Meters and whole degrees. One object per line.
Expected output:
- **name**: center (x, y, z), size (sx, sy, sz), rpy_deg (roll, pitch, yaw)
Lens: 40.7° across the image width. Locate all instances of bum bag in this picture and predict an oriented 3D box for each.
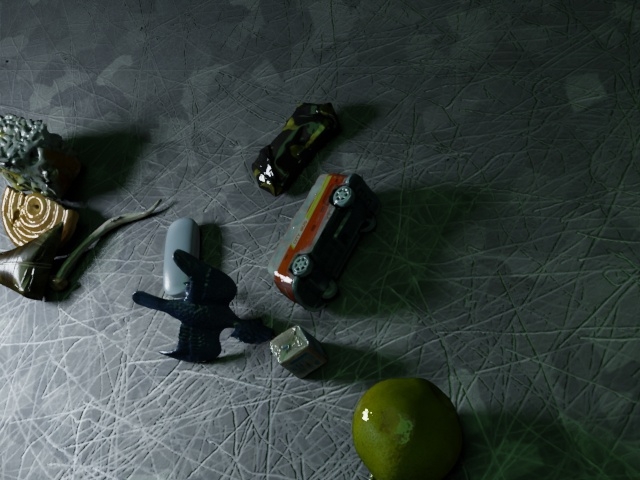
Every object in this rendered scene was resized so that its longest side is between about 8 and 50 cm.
- **bum bag**: center (-0.055, -0.200, 1.802), size (0.106, 0.060, 0.232), rpy_deg (36, 84, 25)

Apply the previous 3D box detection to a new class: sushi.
- **sushi**: center (-0.665, -0.190, 1.988), size (0.274, 0.184, 0.140), rpy_deg (15, 72, 27)

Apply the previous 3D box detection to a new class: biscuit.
- **biscuit**: center (-0.652, -0.039, 1.960), size (0.224, 0.033, 0.145), rpy_deg (22, 97, 25)

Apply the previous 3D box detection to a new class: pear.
- **pear**: center (0.124, 0.325, 1.386), size (0.180, 0.166, 0.216), rpy_deg (43, 107, 22)

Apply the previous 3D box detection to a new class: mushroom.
- **mushroom**: center (-0.476, -0.004, 1.896), size (0.306, 0.043, 0.068), rpy_deg (-42, 72, -4)

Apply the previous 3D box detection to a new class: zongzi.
- **zongzi**: center (-0.661, 0.021, 1.915), size (0.187, 0.084, 0.184), rpy_deg (18, 86, 28)

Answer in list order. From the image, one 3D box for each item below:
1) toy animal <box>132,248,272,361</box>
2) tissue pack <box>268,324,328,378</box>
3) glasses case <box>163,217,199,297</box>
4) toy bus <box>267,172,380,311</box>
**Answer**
- **toy animal**: center (-0.224, 0.133, 1.637), size (0.255, 0.239, 0.176), rpy_deg (3, 21, -19)
- **tissue pack**: center (-0.040, 0.200, 1.553), size (0.074, 0.094, 0.059), rpy_deg (-32, 56, 6)
- **glasses case**: center (-0.287, 0.035, 1.783), size (0.067, 0.045, 0.179), rpy_deg (-12, 60, 18)
- **toy bus**: center (0.000, 0.000, 1.639), size (0.119, 0.121, 0.265), rpy_deg (17, 72, 39)
